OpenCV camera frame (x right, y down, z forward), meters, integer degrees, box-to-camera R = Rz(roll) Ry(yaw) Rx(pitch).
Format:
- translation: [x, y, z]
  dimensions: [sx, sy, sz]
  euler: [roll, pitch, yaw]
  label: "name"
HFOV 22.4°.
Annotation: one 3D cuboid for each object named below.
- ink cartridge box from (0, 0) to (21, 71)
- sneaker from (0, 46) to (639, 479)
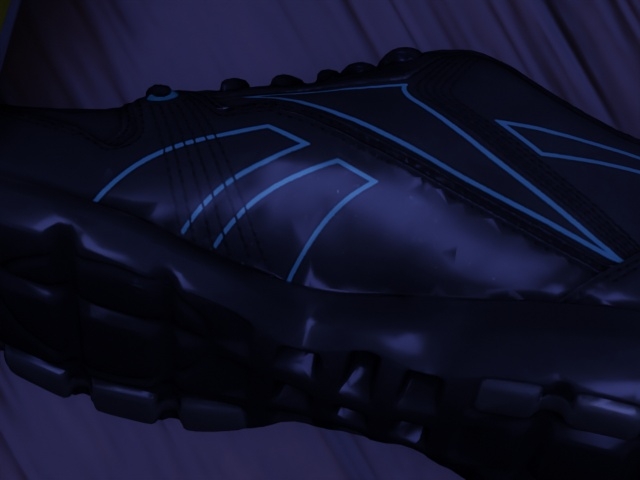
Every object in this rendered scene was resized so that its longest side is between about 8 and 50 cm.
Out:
- translation: [-0.217, -0.094, 0.377]
  dimensions: [0.304, 0.072, 0.307]
  euler: [21, 98, 8]
  label: "ink cartridge box"
- translation: [0.000, 0.000, 0.449]
  dimensions: [0.267, 0.101, 0.106]
  euler: [15, 60, 3]
  label: "sneaker"
